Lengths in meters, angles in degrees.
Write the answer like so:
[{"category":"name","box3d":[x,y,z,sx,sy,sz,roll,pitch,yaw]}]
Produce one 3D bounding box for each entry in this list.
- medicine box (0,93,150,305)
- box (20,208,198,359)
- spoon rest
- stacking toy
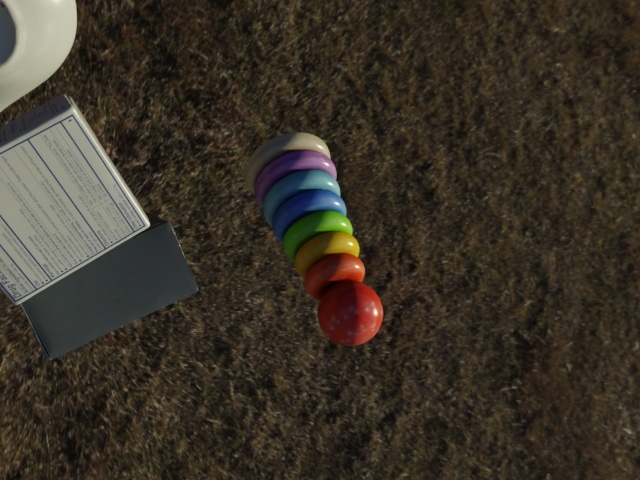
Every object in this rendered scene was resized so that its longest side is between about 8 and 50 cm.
[{"category":"medicine box","box3d":[-0.515,-0.078,1.155,0.289,0.149,0.263,-32,122,-12]},{"category":"box","box3d":[-0.504,0.084,1.453,0.343,0.312,0.178,-26,107,-20]},{"category":"spoon rest","box3d":[-0.296,-0.129,0.514,0.137,0.084,0.276,21,117,-25]},{"category":"stacking toy","box3d":[0.000,0.000,0.914,0.141,0.141,0.330,-9,55,-23]}]
